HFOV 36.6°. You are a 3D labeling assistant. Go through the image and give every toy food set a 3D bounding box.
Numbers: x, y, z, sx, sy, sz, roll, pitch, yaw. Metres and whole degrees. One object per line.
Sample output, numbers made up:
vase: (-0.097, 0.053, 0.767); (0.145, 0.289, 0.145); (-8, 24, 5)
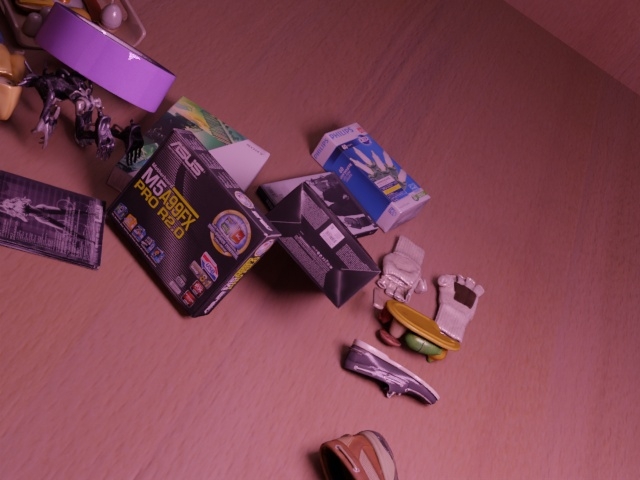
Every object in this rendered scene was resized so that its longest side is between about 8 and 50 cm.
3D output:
toy food set: (-0.556, -0.519, 2.106); (0.306, 0.092, 0.219); (-6, 54, -42)
toy food set: (0.176, 0.186, 1.965); (0.218, 0.071, 0.128); (30, 14, -11)

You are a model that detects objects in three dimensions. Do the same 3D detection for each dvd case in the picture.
dvd case: (-0.492, -0.039, 1.711); (0.221, 0.018, 0.164); (18, 42, -24)
dvd case: (-0.004, -0.067, 2.112); (0.239, 0.029, 0.179); (-15, 60, -45)

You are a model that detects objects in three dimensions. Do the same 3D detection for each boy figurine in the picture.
boy figurine: (-0.648, -0.349, 1.859); (0.177, 0.092, 0.285); (5, 45, -39)

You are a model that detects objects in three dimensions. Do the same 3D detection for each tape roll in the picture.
tape roll: (-0.429, -0.366, 1.941); (0.275, 0.090, 0.275); (32, 7, -4)

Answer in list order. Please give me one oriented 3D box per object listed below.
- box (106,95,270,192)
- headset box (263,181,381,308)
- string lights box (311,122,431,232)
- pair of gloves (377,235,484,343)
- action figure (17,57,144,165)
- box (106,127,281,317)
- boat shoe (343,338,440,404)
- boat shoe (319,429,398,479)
box: (-0.259, -0.149, 1.976); (0.232, 0.058, 0.322); (33, 37, -4)
headset box: (0.000, 0.000, 1.862); (0.218, 0.110, 0.293); (49, 2, -4)
string lights box: (0.116, -0.149, 2.253); (0.259, 0.077, 0.133); (47, 40, 14)
pair of gloves: (0.241, 0.098, 2.120); (0.240, 0.042, 0.204); (37, 37, 1)
action figure: (-0.467, -0.234, 1.819); (0.276, 0.141, 0.164); (37, 26, 27)
box: (-0.232, -0.031, 1.738); (0.270, 0.216, 0.060); (49, 20, 15)
boat shoe: (0.135, 0.267, 1.861); (0.206, 0.075, 0.065); (34, 80, -11)
boat shoe: (0.081, 0.455, 1.568); (0.120, 0.122, 0.324); (4, 40, -28)
